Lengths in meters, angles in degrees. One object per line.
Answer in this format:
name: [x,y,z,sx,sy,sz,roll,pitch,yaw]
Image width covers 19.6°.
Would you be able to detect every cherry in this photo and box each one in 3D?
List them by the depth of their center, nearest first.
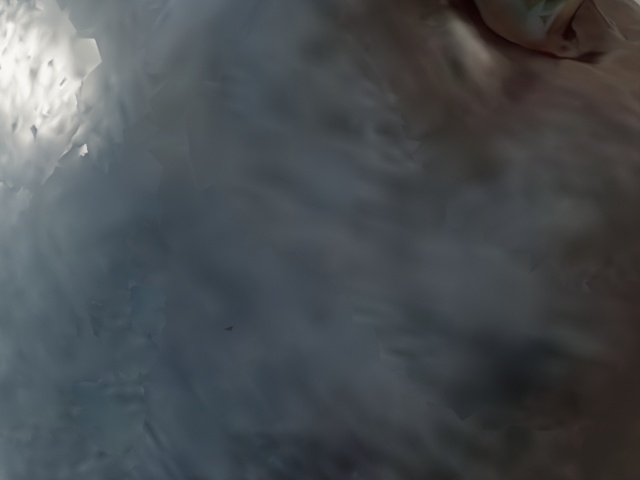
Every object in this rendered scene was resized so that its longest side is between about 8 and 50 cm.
cherry: [0.000,0.000,0.518,0.296,0.255,0.218,-50,-9,20]
